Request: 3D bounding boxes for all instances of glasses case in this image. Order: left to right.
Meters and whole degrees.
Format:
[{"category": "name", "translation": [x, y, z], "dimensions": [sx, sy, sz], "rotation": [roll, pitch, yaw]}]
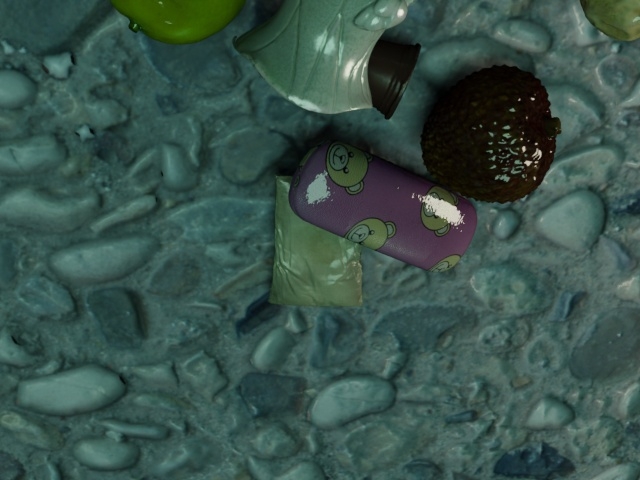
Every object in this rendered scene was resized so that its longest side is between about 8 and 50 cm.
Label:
[{"category": "glasses case", "translation": [0.095, -0.045, 1.523], "dimensions": [0.316, 0.076, 0.123], "rotation": [22, 100, -35]}]

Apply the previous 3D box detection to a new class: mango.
[{"category": "mango", "translation": [-0.165, -0.364, 1.262], "dimensions": [0.186, 0.149, 0.272], "rotation": [1, 120, -14]}]

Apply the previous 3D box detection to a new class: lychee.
[{"category": "lychee", "translation": [0.233, -0.140, 1.451], "dimensions": [0.195, 0.194, 0.194], "rotation": [-3, 124, -5]}]

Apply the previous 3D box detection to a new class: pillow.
[{"category": "pillow", "translation": [0.000, 0.000, 1.587], "dimensions": [0.148, 0.050, 0.229], "rotation": [-5, 121, -15]}]

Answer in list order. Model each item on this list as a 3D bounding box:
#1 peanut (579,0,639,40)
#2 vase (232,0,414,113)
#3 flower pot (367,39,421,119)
[{"category": "peanut", "translation": [0.400, -0.394, 1.335], "dimensions": [0.136, 0.120, 0.298], "rotation": [7, 120, -18]}, {"category": "vase", "translation": [0.066, -0.359, 1.227], "dimensions": [0.250, 0.250, 0.445], "rotation": [20, 116, -19]}, {"category": "flower pot", "translation": [0.070, -0.225, 1.423], "dimensions": [0.089, 0.111, 0.111], "rotation": [22, 119, -4]}]
